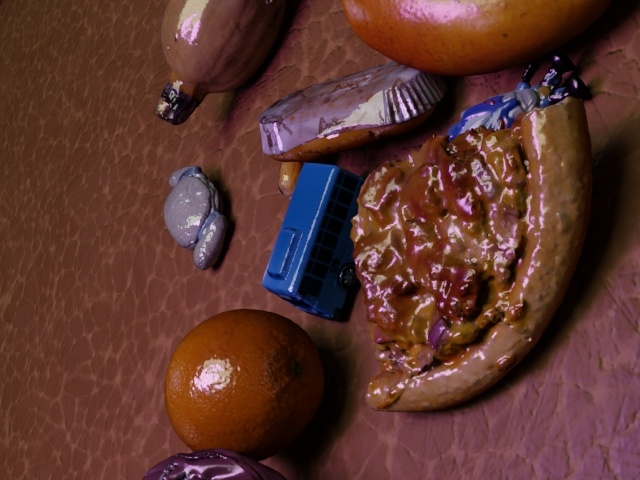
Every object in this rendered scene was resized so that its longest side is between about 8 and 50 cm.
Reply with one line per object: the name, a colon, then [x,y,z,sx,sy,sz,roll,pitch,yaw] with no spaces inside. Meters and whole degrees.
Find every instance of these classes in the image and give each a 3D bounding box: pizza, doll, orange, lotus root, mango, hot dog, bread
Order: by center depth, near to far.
pizza: [0.142,0.007,1.140,0.408,0.114,0.277,-55,54,27]
doll: [0.203,-0.128,1.198,0.195,0.070,0.096,-36,54,26]
mango: [0.181,-0.284,1.223,0.350,0.201,0.199,16,106,44]
orange: [-0.092,0.177,1.331,0.206,0.206,0.206,-30,50,43]
hot dog: [0.034,-0.161,1.381,0.268,0.075,0.144,-7,33,37]
bread: [-0.022,-0.104,1.492,0.053,0.072,0.105,-14,61,39]
doll: [-0.199,-0.045,1.703,0.103,0.072,0.214,-51,41,26]
lotus root: [-0.168,-0.323,1.716,0.309,0.183,0.183,-63,34,9]

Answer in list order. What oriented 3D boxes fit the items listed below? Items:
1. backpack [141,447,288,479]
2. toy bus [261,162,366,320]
backpack: [-0.117,0.391,1.203,0.283,0.197,0.317,-2,93,45]
toy bus: [0.000,0.000,1.375,0.090,0.106,0.184,10,79,55]
